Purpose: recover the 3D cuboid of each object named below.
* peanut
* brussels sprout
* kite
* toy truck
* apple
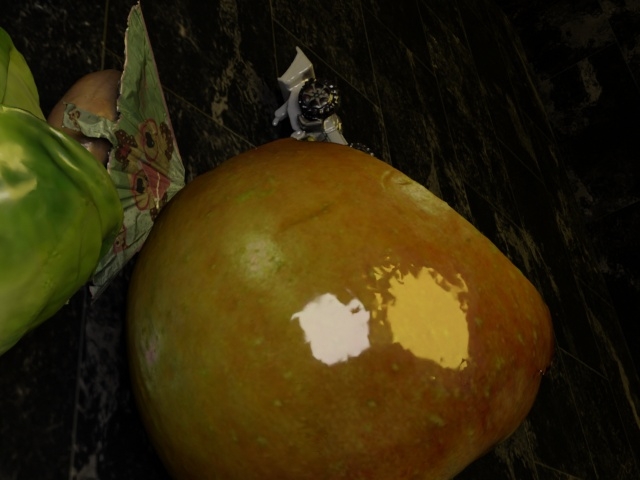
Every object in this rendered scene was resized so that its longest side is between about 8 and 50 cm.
[{"bbox_3d":[-0.235,-0.121,0.775,0.076,0.076,0.152,47,36,-26],"label":"peanut"},{"bbox_3d":[-0.280,-0.036,0.475,0.294,0.227,0.259,-1,50,-21],"label":"brussels sprout"},{"bbox_3d":[-0.191,-0.086,0.778,0.268,0.013,0.323,44,50,-71],"label":"kite"},{"bbox_3d":[0.002,-0.146,1.130,0.286,0.111,0.136,62,-4,18],"label":"toy truck"},{"bbox_3d":[0.009,0.086,0.707,0.384,0.374,0.374,-13,77,-45],"label":"apple"}]
